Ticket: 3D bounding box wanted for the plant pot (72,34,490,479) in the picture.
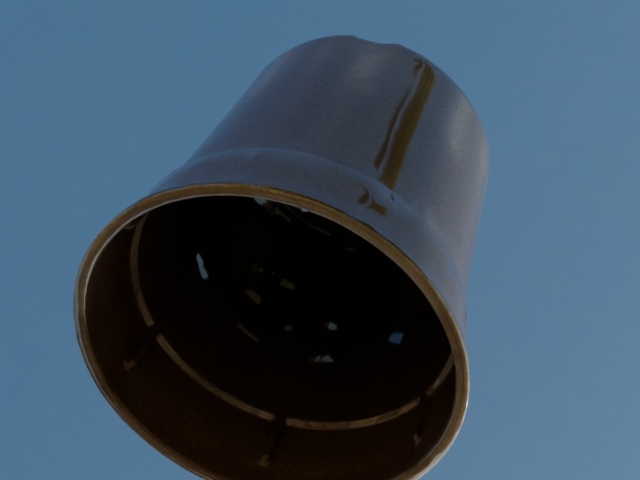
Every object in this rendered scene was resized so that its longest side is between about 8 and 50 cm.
[{"bbox_3d":[0.000,0.000,0.669,0.167,0.165,0.167,10,-52,13],"label":"plant pot"}]
